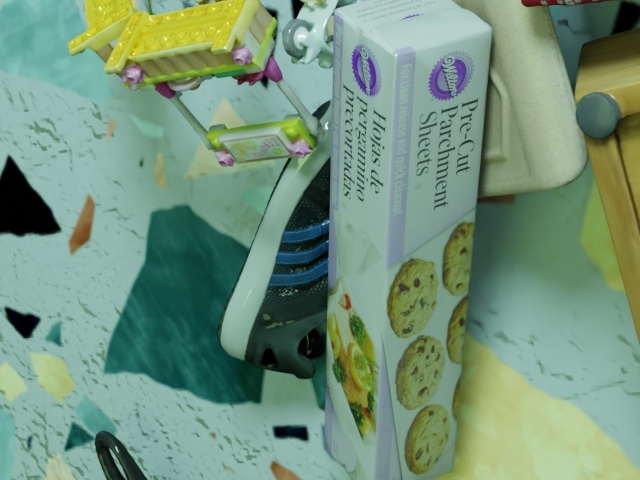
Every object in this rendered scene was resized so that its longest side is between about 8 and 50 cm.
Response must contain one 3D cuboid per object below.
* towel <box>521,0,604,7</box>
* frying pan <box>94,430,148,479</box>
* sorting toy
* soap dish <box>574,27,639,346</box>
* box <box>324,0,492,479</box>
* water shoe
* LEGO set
[{"bbox_3d":[0.224,-0.218,0.773,0.275,0.031,0.198,-2,84,29],"label":"towel"},{"bbox_3d":[-0.081,0.308,1.206,0.326,0.053,0.197,45,124,18],"label":"frying pan"},{"bbox_3d":[0.070,-0.119,0.944,0.208,0.038,0.193,-6,102,63],"label":"sorting toy"},{"bbox_3d":[0.275,-0.016,0.815,0.291,0.118,0.229,-11,98,37],"label":"soap dish"},{"bbox_3d":[0.046,0.012,0.960,0.063,0.067,0.324,44,142,43],"label":"box"},{"bbox_3d":[0.000,0.000,1.055,0.080,0.073,0.203,24,124,0],"label":"water shoe"},{"bbox_3d":[-0.074,-0.122,1.013,0.287,0.132,0.107,20,157,48],"label":"LEGO set"}]
